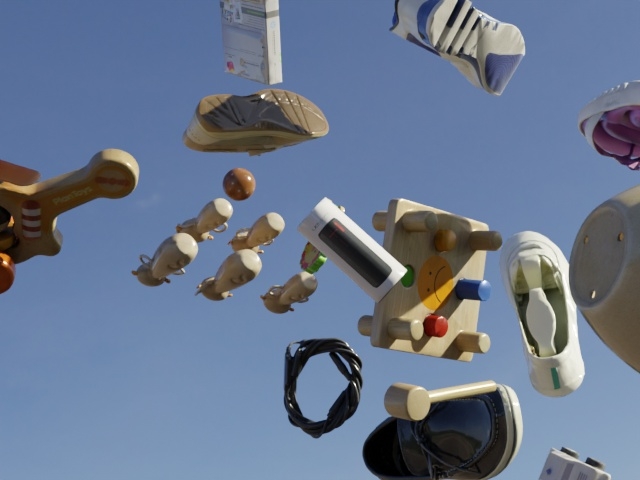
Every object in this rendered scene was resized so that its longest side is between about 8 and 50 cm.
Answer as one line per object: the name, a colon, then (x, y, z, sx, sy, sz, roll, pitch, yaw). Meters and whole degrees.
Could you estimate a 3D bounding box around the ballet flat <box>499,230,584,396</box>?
ballet flat: (0.417, 0.106, 2.145, 0.139, 0.400, 0.139, -2, -42, -2)

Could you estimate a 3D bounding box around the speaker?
speaker: (0.037, 0.011, 1.369, 0.055, 0.136, 0.055, -47, -3, -4)

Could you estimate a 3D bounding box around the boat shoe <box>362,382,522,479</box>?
boat shoe: (0.245, 0.413, 2.340, 0.155, 0.187, 0.500, 2, -18, -27)

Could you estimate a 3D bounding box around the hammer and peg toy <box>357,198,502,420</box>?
hammer and peg toy: (0.188, 0.127, 1.957, 0.266, 0.362, 0.127, 13, -8, -43)

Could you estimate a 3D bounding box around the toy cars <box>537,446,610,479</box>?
toy cars: (0.427, 0.489, 1.951, 0.087, 0.394, 0.176, 24, -53, -15)

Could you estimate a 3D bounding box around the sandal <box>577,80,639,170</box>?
sandal: (0.501, -0.169, 1.840, 0.169, 0.102, 0.416, 14, -5, 9)

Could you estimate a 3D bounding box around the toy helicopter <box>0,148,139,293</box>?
toy helicopter: (-0.468, -0.075, 1.846, 0.355, 0.140, 0.235, -20, -55, 10)

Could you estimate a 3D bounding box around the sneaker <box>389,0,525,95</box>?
sneaker: (0.238, -0.395, 2.097, 0.315, 0.182, 0.127, 23, -78, -50)

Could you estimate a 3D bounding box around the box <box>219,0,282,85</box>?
box: (-0.134, -0.400, 2.157, 0.038, 0.186, 0.145, -20, 29, -36)

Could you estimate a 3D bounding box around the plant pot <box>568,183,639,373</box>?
plant pot: (0.412, 0.038, 1.352, 0.190, 0.284, 0.284, 14, -27, -15)

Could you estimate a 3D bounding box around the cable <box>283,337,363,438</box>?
cable: (0.004, 0.273, 2.093, 0.150, 0.185, 0.047, 0, -8, 7)

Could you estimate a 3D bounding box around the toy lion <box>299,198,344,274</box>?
toy lion: (0.000, 0.000, 1.706, 0.034, 0.100, 0.096, 28, -62, -21)

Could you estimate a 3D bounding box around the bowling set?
bowling set: (-0.143, 0.000, 1.841, 0.287, 0.200, 0.154, 21, -32, -24)

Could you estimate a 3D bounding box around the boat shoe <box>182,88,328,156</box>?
boat shoe: (-0.119, -0.210, 2.112, 0.302, 0.109, 0.098, -7, -28, -41)
